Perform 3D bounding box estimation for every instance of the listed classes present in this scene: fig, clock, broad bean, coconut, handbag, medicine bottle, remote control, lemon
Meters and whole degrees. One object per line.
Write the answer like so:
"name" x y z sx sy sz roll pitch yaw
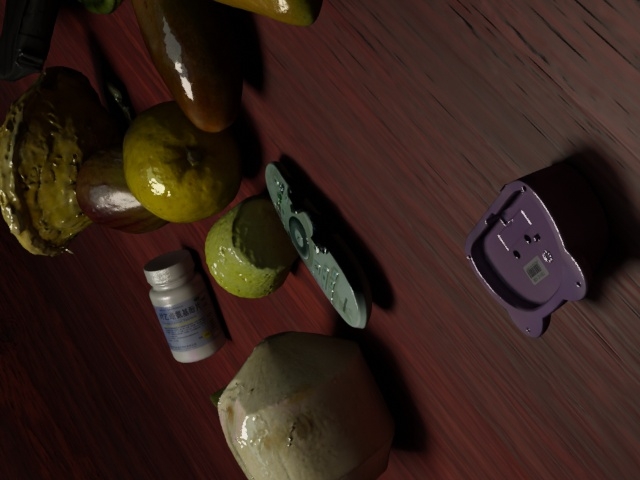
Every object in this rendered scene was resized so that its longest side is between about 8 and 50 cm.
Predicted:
"fig" -0.276 -0.088 1.692 0.274 0.170 0.145 -3 68 50
"clock" 0.185 0.009 0.869 0.110 0.050 0.152 58 158 15
"broad bean" -0.358 -0.395 1.669 0.227 0.039 0.069 23 141 57
"coconut" -0.024 0.226 1.375 0.241 0.241 0.241 48 154 34
"handbag" -0.502 -0.388 1.836 0.247 0.080 0.222 7 88 65
"medicine bottle" -0.246 0.118 1.896 0.103 0.103 0.186 20 132 60
"remote control" -0.002 0.000 1.294 0.256 0.045 0.097 56 156 26
"lemon" -0.190 -0.108 1.441 0.170 0.170 0.207 70 165 -14

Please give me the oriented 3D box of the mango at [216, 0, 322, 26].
"mango" -0.101 -0.323 1.061 0.317 0.119 0.176 45 145 29

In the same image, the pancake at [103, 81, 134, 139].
"pancake" -0.352 -0.222 1.863 0.116 0.023 0.129 18 133 65

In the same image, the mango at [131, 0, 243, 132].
"mango" -0.163 -0.261 1.273 0.133 0.111 0.267 -150 35 -80

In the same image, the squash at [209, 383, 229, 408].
"squash" -0.074 0.316 1.709 0.220 0.133 0.220 48 159 26

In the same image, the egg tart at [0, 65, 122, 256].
"egg tart" -0.435 -0.135 1.835 0.132 0.341 0.341 7 131 17

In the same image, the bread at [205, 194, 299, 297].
"bread" -0.095 0.010 1.441 0.129 0.111 0.114 56 149 7
